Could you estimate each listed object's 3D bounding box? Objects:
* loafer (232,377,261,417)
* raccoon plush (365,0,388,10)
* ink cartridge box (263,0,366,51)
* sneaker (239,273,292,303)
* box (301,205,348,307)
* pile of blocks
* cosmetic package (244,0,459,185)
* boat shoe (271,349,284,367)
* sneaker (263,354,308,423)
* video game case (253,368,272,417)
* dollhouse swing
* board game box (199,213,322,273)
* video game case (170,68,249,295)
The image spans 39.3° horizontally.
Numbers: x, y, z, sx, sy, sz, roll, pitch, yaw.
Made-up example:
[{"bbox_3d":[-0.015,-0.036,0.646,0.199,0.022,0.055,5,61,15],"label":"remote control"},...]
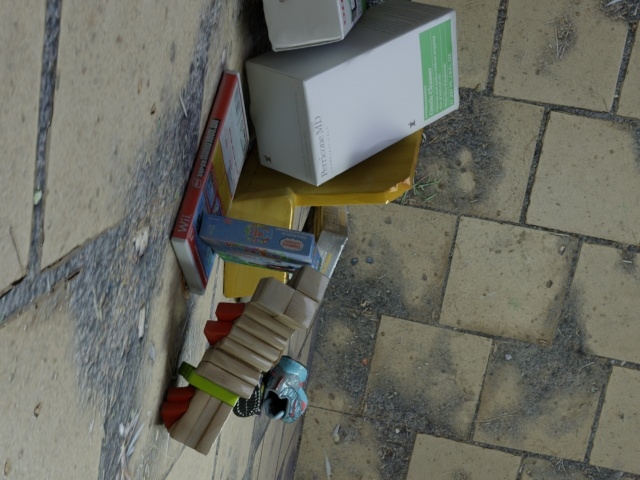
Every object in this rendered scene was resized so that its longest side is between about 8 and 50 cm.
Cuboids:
[{"bbox_3d":[-0.161,0.250,1.838,0.078,0.080,0.220,29,-68,61],"label":"loafer"},{"bbox_3d":[0.030,-0.584,1.821,0.446,0.216,0.299,65,34,-25],"label":"raccoon plush"},{"bbox_3d":[-0.012,-0.432,1.418,0.278,0.117,0.201,-67,149,-65],"label":"ink cartridge box"},{"bbox_3d":[-0.111,0.055,1.850,0.297,0.111,0.129,-83,170,-71],"label":"sneaker"},{"bbox_3d":[0.000,0.000,1.850,0.231,0.056,0.183,-90,-160,-59],"label":"box"},{"bbox_3d":[-0.140,0.157,1.346,0.362,0.112,0.149,-52,-159,15],"label":"pile of blocks"},{"bbox_3d":[0.063,-0.264,1.536,0.365,0.155,0.197,-33,130,-33],"label":"cosmetic package"},{"bbox_3d":[-0.083,0.154,2.082,0.111,0.104,0.307,61,34,-56],"label":"boat shoe"},{"bbox_3d":[-0.103,0.390,2.203,0.125,0.104,0.262,-54,158,-33],"label":"sneaker"},{"bbox_3d":[-0.140,0.287,2.203,0.210,0.042,0.232,92,10,-54],"label":"video game case"},{"bbox_3d":[0.013,-0.077,1.682,0.347,0.305,0.315,-74,172,-51],"label":"dollhouse swing"},{"bbox_3d":[-0.084,0.011,1.344,0.211,0.160,0.039,74,27,-78],"label":"board game box"},{"bbox_3d":[-0.160,-0.083,1.345,0.204,0.025,0.285,90,12,-66],"label":"video game case"}]
